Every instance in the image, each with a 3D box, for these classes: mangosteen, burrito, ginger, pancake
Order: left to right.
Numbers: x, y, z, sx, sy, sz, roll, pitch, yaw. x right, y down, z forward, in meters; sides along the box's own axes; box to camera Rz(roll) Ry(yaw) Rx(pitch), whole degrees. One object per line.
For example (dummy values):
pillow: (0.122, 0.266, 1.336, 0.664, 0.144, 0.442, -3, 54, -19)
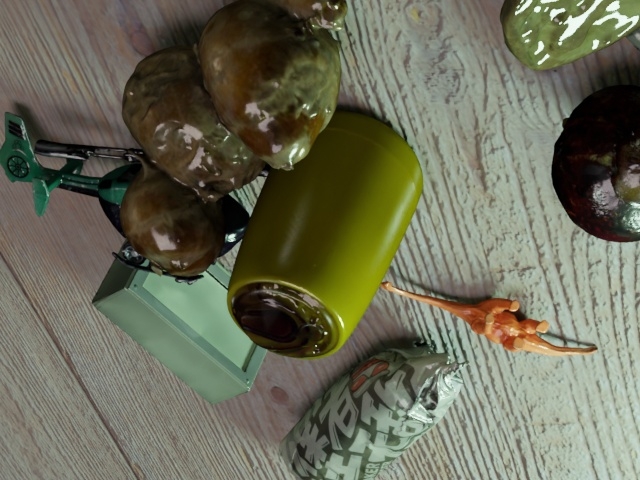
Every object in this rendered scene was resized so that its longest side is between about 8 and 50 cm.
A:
ginger: (-0.092, -0.145, 1.809, 0.176, 0.256, 0.375, 17, 135, -37)
burrito: (0.074, 0.236, 2.252, 0.139, 0.101, 0.445, 34, 143, -5)
mangosteen: (0.328, -0.074, 1.698, 0.184, 0.172, 0.172, 10, 140, 13)
pancake: (0.286, -0.257, 1.462, 0.294, 0.049, 0.294, -22, 158, -10)

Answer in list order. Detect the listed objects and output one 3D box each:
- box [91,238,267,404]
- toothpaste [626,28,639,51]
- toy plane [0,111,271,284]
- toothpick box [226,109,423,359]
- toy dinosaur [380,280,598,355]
box: (-0.173, 0.092, 2.185, 0.225, 0.129, 0.086, 42, 139, -23)
toothpaste: (0.375, -0.161, 1.658, 0.255, 0.067, 0.037, 41, 128, -17)
toy plane: (-0.230, -0.057, 2.061, 0.381, 0.106, 0.155, 13, 121, 17)
toothpick box: (0.000, 0.000, 1.869, 0.175, 0.271, 0.175, 14, 141, 12)
toy dinosaur: (0.209, 0.098, 2.051, 0.279, 0.055, 0.101, 26, 165, -7)
